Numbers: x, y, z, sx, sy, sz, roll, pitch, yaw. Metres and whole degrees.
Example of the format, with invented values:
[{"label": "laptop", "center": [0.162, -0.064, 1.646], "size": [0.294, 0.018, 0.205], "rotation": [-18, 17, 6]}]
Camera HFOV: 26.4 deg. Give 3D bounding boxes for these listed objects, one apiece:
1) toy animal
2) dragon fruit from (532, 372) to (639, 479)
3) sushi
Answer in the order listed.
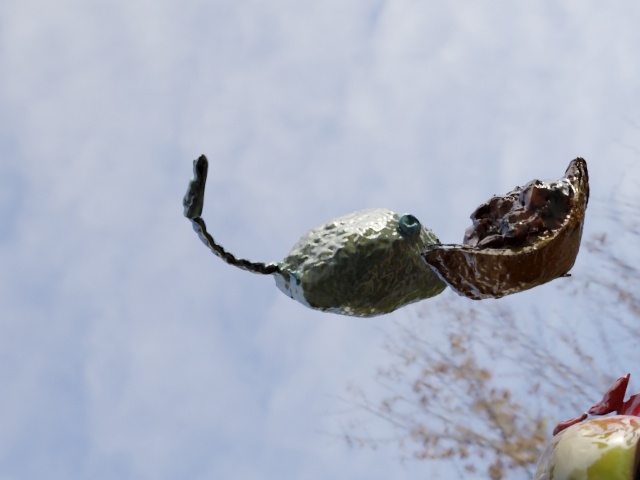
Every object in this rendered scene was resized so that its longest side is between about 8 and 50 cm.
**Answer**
[{"label": "toy animal", "center": [-0.007, 0.007, 0.900], "size": [0.253, 0.070, 0.079], "rotation": [12, -101, -43]}, {"label": "dragon fruit", "center": [0.165, 0.139, 0.498], "size": [0.243, 0.307, 0.227], "rotation": [-19, -84, -25]}, {"label": "sushi", "center": [0.100, -0.005, 0.666], "size": [0.099, 0.050, 0.047], "rotation": [-33, -59, -28]}]
